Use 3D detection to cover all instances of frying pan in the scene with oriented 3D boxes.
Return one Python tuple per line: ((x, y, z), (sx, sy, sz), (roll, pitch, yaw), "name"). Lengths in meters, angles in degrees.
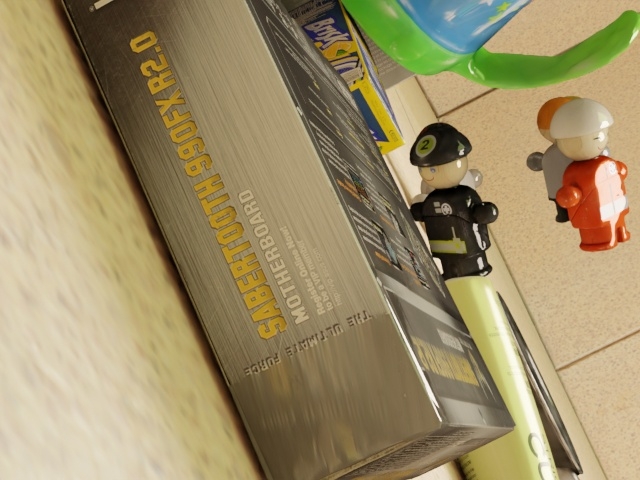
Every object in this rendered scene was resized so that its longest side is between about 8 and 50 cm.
((0.234, 0.202, 1.321), (0.326, 0.053, 0.197), (65, 8, 1), "frying pan")

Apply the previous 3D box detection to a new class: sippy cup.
((0.124, -0.271, 0.973), (0.305, 0.224, 0.240), (27, 45, -51), "sippy cup")

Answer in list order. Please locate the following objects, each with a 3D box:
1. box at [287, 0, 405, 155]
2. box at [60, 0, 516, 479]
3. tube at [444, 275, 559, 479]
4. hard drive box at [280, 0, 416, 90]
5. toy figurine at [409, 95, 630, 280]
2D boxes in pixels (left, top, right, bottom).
((0.011, -0.112, 0.925), (0.059, 0.054, 0.169), (58, 10, -29), "box")
((0.000, 0.000, 0.502), (0.183, 0.056, 0.231), (66, 9, 12), "box")
((0.114, 0.139, 0.774), (0.070, 0.062, 0.240), (-3, 65, -36), "tube")
((0.004, -0.228, 1.120), (0.232, 0.089, 0.181), (63, 8, -4), "hard drive box")
((0.190, -0.064, 1.321), (0.209, 0.213, 0.148), (-75, 151, -77), "toy figurine")
